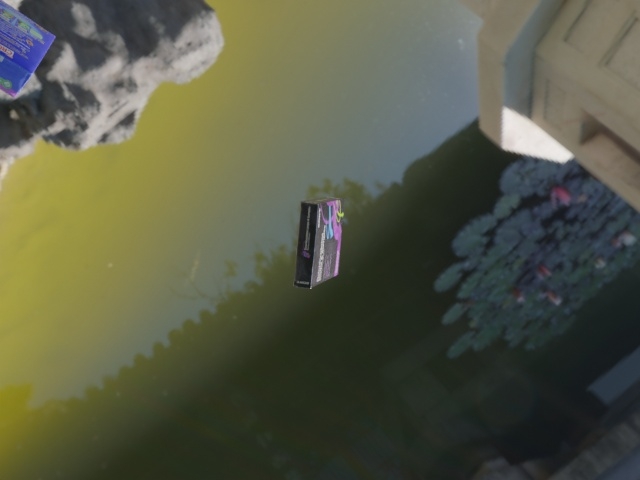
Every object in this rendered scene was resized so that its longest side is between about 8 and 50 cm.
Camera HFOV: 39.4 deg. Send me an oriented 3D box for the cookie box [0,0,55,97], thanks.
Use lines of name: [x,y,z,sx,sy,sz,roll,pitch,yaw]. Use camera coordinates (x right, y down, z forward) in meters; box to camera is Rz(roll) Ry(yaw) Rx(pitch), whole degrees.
cookie box: [-0.347,-0.214,0.964,0.092,0.107,0.040,33,118,-20]

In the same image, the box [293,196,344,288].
box: [0.000,0.000,1.247,0.162,0.029,0.116,-18,114,-74]
